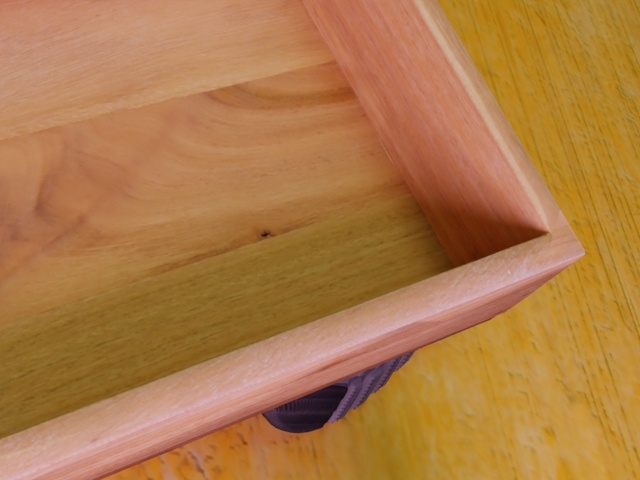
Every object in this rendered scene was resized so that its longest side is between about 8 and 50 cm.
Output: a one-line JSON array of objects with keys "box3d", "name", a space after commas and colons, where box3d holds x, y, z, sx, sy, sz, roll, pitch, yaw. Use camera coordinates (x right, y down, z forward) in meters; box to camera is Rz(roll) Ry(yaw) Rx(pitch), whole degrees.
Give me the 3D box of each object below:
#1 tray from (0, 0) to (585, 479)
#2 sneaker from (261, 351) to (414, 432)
[{"box3d": [-0.105, -0.017, 0.606, 0.411, 0.076, 0.203, -19, 74, -41], "name": "tray"}, {"box3d": [0.000, 0.000, 0.814, 0.132, 0.086, 0.228, 39, 33, 15], "name": "sneaker"}]
